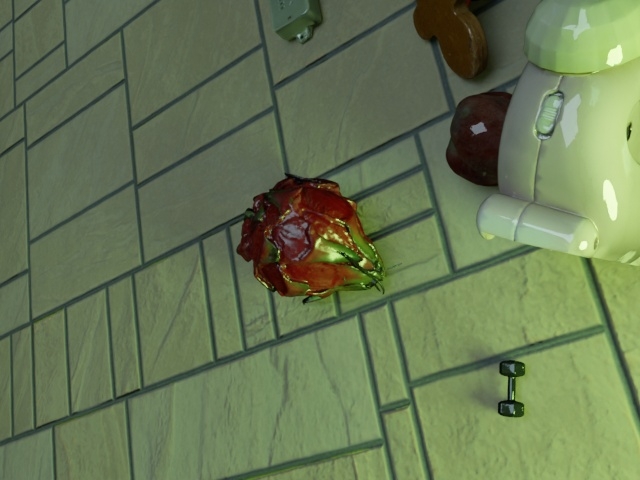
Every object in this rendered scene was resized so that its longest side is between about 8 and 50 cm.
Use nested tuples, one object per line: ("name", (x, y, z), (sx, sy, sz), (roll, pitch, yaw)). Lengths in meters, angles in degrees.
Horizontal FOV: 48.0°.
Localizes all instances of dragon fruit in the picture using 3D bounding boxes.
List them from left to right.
("dragon fruit", (0.000, 0.000, 1.250), (0.293, 0.234, 0.234), (14, 86, 7))

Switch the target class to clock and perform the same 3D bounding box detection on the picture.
("clock", (0.354, -0.140, 0.926), (0.184, 0.342, 0.326), (13, 93, 32))

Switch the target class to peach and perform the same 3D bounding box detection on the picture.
("peach", (0.270, -0.153, 1.113), (0.152, 0.152, 0.152), (-10, 72, 34))

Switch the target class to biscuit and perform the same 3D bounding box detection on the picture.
("biscuit", (0.200, -0.423, 1.215), (0.049, 0.205, 0.324), (-22, 80, -13))

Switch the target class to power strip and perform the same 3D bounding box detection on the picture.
("power strip", (-0.067, -0.572, 1.518), (0.098, 0.058, 0.339), (-22, 65, 31))

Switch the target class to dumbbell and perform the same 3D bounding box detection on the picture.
("dumbbell", (0.283, 0.219, 1.065), (0.035, 0.040, 0.083), (4, 78, 4))
